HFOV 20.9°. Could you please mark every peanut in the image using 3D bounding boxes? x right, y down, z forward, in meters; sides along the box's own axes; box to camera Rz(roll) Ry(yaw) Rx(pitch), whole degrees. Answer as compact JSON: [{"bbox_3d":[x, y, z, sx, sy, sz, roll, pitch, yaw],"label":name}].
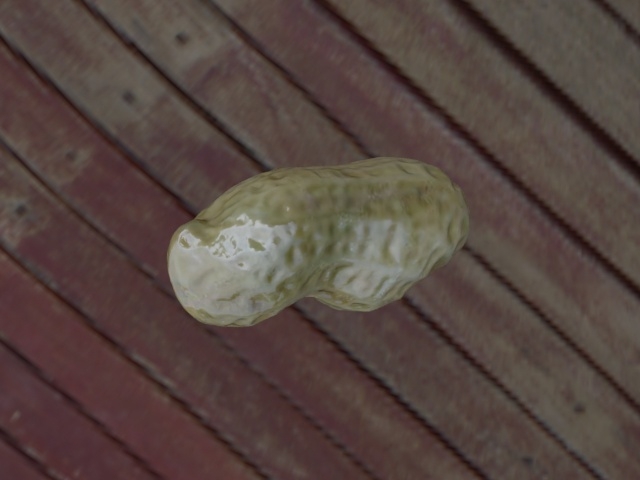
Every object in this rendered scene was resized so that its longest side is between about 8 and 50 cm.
[{"bbox_3d":[0.000,0.000,0.579,0.113,0.054,0.054,-11,113,-28],"label":"peanut"}]
